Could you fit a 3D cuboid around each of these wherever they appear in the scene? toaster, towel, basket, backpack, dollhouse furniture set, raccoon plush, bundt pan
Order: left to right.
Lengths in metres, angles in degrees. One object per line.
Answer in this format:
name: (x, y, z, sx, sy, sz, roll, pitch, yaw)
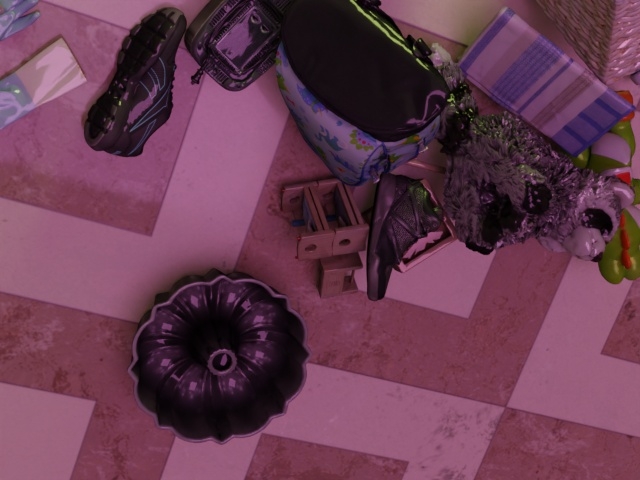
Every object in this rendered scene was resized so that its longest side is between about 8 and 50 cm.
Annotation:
bundt pan: (-0.190, 0.196, 1.818, 0.330, 0.124, 0.331, -6, 111, -16)
toaster: (-0.133, -0.338, 1.632, 0.227, 0.146, 0.129, -47, 114, 2)
dollhouse furniture set: (0.000, 0.000, 1.826, 0.129, 0.129, 0.184, -8, 141, -13)
backpack: (0.066, -0.232, 1.631, 0.290, 0.355, 0.273, 44, 101, 8)
raccoon plush: (0.376, -0.163, 1.770, 0.299, 0.216, 0.446, -8, 79, -35)
towel: (0.383, -0.273, 1.741, 0.285, 0.209, 0.034, 37, 66, -1)
basket: (0.516, -0.494, 1.641, 0.328, 0.331, 0.266, -27, 153, -6)

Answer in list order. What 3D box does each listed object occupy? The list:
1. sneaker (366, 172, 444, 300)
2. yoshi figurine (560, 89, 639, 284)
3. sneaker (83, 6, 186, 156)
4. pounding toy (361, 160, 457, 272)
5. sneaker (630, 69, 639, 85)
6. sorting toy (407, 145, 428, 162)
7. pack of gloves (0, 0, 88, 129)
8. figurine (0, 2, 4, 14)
sneaker: (0.147, 0.001, 1.761, 0.130, 0.087, 0.228, 11, 86, 0)
yoshi figurine: (0.537, -0.100, 1.934, 0.203, 0.203, 0.362, -22, 103, -52)
sneaker: (-0.290, -0.259, 1.658, 0.106, 0.101, 0.267, 25, 100, -45)
pounding toy: (0.183, -0.072, 1.853, 0.206, 0.094, 0.181, -32, 95, -4)
sneaker: (0.671, -0.403, 1.892, 0.258, 0.094, 0.091, -44, 97, -3)
sorting toy: (0.164, -0.167, 1.772, 0.012, 0.083, 0.062, 29, 63, -29)
pack of gloves: (-0.524, -0.284, 1.603, 0.232, 0.046, 0.195, -31, 103, -7)
figurine: (-0.607, -0.400, 1.502, 0.215, 0.092, 0.209, -22, 116, -9)
